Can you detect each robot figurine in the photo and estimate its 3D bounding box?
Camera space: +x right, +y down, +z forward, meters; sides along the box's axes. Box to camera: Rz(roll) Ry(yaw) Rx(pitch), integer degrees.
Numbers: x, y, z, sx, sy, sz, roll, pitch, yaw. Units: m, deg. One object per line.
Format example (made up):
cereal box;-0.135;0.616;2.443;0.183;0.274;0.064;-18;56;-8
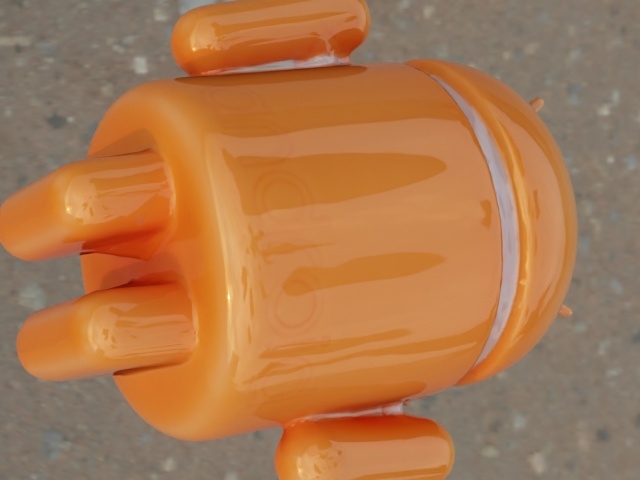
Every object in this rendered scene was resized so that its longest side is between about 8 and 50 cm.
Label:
robot figurine;0.000;0.002;0.581;0.219;0.158;0.128;-9;137;-31
